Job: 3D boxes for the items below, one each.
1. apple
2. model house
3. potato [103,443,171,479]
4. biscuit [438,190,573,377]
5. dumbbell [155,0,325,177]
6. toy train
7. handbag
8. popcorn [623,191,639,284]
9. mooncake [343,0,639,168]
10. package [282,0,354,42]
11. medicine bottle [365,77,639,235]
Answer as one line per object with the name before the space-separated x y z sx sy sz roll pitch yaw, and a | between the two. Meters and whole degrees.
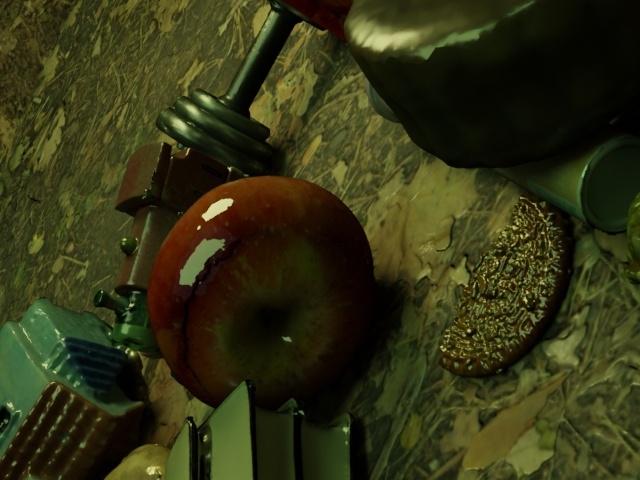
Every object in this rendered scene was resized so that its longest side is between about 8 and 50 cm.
apple | -0.071 0.057 1.347 0.206 0.252 0.271 -123 38 -60
model house | -0.334 0.292 1.619 0.294 0.252 0.329 -59 35 6
potato | -0.210 0.350 1.469 0.161 0.128 0.234 -53 36 30
biscuit | 0.188 0.048 1.163 0.206 0.025 0.126 -64 30 2
dumbbell | -0.085 -0.256 1.683 0.406 0.179 0.179 -60 30 7
toy train | -0.176 0.033 1.561 0.150 0.222 0.304 -16 56 51
handbag | -0.078 0.355 1.225 0.236 0.160 0.358 -49 32 39
popcorn | 0.289 0.010 0.948 0.120 0.116 0.106 51 131 13
mooncake | 0.179 -0.203 1.085 0.290 0.161 0.290 -26 33 18
package | 0.133 -0.324 1.368 0.424 0.196 0.123 -12 56 54
medicine bottle | 0.186 -0.118 1.225 0.108 0.108 0.426 -60 32 7
